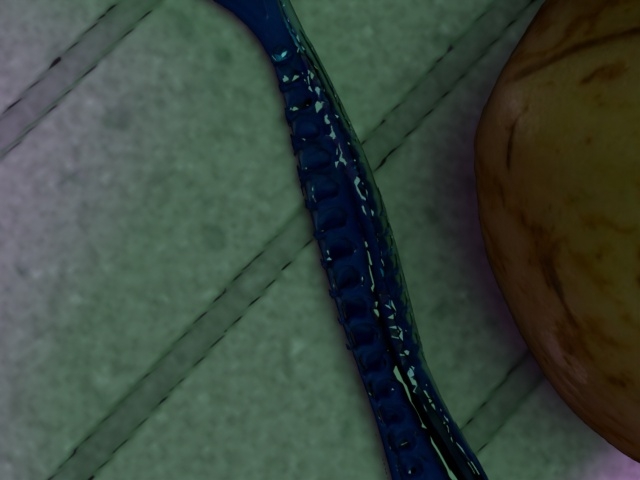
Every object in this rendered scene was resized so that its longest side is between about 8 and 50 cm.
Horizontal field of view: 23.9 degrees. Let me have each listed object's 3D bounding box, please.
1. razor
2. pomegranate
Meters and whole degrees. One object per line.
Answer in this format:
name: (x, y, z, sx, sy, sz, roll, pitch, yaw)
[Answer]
razor: (0.007, -0.005, 0.586, 0.056, 0.093, 0.324, -30, 97, -49)
pomegranate: (0.156, -0.016, 0.552, 0.215, 0.215, 0.215, 1, 85, -13)
